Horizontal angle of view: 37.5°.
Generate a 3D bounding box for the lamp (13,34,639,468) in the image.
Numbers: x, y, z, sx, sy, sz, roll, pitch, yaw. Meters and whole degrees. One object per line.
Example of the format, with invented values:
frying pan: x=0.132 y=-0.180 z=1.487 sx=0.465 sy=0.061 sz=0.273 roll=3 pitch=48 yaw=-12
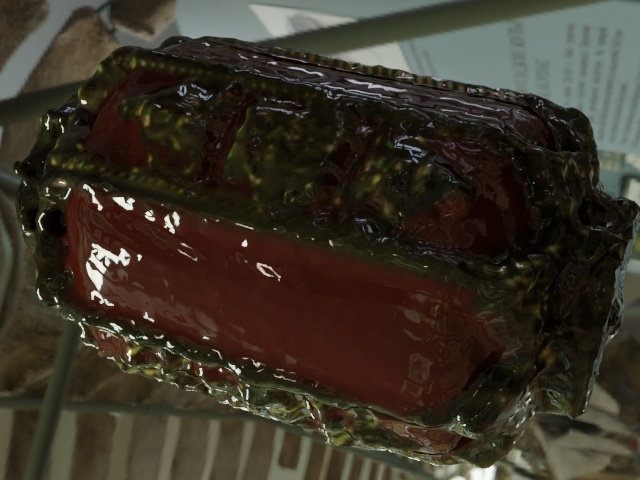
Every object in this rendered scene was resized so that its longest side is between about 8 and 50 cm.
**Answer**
lamp: x=0.000 y=0.000 z=0.435 sx=0.177 sy=0.274 sz=0.177 roll=13 pitch=-90 yaw=-71
